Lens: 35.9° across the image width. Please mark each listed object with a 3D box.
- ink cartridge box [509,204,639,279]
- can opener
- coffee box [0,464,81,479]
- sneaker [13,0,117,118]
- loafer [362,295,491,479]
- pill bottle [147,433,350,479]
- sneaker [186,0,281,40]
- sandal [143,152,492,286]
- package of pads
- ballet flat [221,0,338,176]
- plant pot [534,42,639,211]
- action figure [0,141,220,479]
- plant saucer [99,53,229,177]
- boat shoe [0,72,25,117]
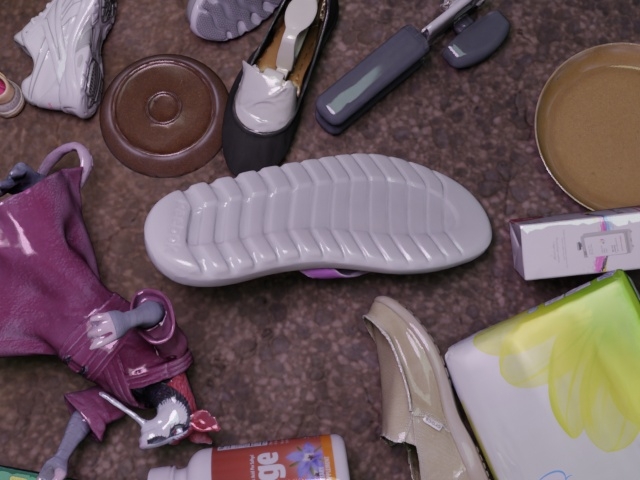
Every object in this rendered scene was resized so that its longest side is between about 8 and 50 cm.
[{"bbox_3d":[0.326,-0.001,1.141,0.198,0.115,0.067,-6,94,5],"label":"ink cartridge box"},{"bbox_3d":[0.117,-0.225,1.236,0.280,0.074,0.093,-36,79,-9],"label":"can opener"},{"bbox_3d":[-0.305,0.321,1.107,0.184,0.040,0.113,9,76,2],"label":"coffee box"},{"bbox_3d":[-0.325,-0.271,1.237,0.115,0.090,0.232,6,75,4],"label":"sneaker"},{"bbox_3d":[0.105,0.191,1.114,0.092,0.102,0.268,-23,79,-10],"label":"loafer"},{"bbox_3d":[-0.075,0.283,1.078,0.216,0.121,0.121,-7,76,-2],"label":"pill bottle"},{"bbox_3d":[-0.092,-0.381,1.280,0.115,0.105,0.281,24,79,40],"label":"sneaker"},{"bbox_3d":[-0.003,-0.013,1.167,0.417,0.102,0.169,-2,57,-17],"label":"sandal"},{"bbox_3d":[0.291,0.209,1.078,0.229,0.101,0.296,-27,77,17],"label":"package of pads"},{"bbox_3d":[-0.055,-0.213,1.219,0.095,0.096,0.280,18,76,3],"label":"ballet flat"},{"bbox_3d":[0.384,-0.134,1.238,0.237,0.032,0.236,0,75,0],"label":"plant pot"},{"bbox_3d":[-0.261,0.107,1.124,0.370,0.275,0.248,40,116,-7],"label":"action figure"},{"bbox_3d":[-0.196,-0.163,1.240,0.169,0.029,0.168,0,76,0],"label":"plant saucer"},{"bbox_3d":[-0.451,-0.212,1.233,0.170,0.059,0.063,23,76,5],"label":"boat shoe"}]
